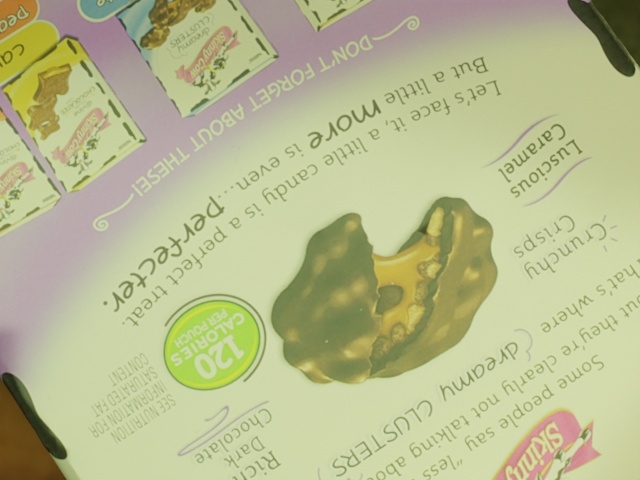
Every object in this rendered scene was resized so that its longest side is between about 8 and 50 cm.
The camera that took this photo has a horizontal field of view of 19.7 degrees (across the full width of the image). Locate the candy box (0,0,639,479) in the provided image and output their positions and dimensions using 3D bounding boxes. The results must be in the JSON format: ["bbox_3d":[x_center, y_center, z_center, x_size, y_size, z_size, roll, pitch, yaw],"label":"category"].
[{"bbox_3d":[0.000,0.000,0.450,0.165,0.070,0.196,-33,83,-7],"label":"candy box"}]
